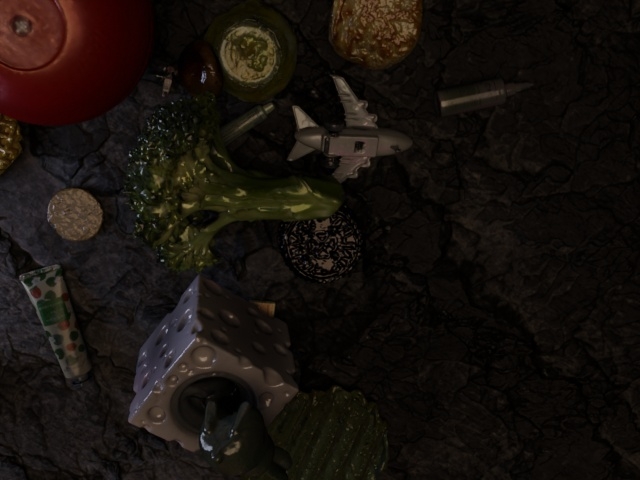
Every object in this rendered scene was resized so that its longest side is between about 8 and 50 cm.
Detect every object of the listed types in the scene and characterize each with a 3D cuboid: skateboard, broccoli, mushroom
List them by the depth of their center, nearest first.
[{"bbox_3d":[-0.177,-0.129,1.303,0.396,0.353,0.275,-9,64,17],"label":"broccoli"},{"bbox_3d":[-0.235,-0.327,1.326,0.052,0.123,0.123,-30,111,-35],"label":"mushroom"},{"bbox_3d":[-0.304,-0.308,1.339,0.032,0.083,0.064,16,106,-8],"label":"skateboard"}]

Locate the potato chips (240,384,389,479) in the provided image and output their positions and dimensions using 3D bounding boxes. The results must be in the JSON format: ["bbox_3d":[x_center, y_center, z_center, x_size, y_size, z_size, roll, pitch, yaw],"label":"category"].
[{"bbox_3d":[-0.025,0.532,1.614,0.358,0.070,0.429,17,105,-10],"label":"potato chips"}]

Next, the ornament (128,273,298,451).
[{"bbox_3d":[-0.219,0.264,1.405,0.239,0.240,0.239,33,109,-23],"label":"ornament"}]

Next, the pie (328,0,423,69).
[{"bbox_3d":[0.108,-0.437,1.322,0.178,0.084,0.205,7,108,-4],"label":"pie"}]

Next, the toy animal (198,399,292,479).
[{"bbox_3d":[-0.138,0.398,1.293,0.127,0.125,0.251,-46,139,-18],"label":"toy animal"}]

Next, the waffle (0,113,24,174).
[{"bbox_3d":[-0.687,-0.194,1.371,0.194,0.051,0.149,-40,104,14],"label":"waffle"}]

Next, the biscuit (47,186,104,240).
[{"bbox_3d":[-0.516,-0.054,1.439,0.120,0.015,0.120,-1,106,-3],"label":"biscuit"}]

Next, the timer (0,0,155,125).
[{"bbox_3d":[-0.485,-0.392,1.206,0.377,0.279,0.378,-1,109,-4],"label":"timer"}]

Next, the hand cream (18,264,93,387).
[{"bbox_3d":[-0.565,0.190,1.492,0.095,0.059,0.276,-17,102,0],"label":"hand cream"}]

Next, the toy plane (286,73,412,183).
[{"bbox_3d":[0.063,-0.201,1.382,0.255,0.101,0.251,5,118,-4],"label":"toy plane"}]

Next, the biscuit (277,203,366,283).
[{"bbox_3d":[0.000,0.000,1.463,0.194,0.053,0.195,-1,107,-2],"label":"biscuit"}]

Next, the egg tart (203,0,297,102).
[{"bbox_3d":[-0.133,-0.366,1.335,0.197,0.078,0.197,-1,109,-4],"label":"egg tart"}]

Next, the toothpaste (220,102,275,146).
[{"bbox_3d":[-0.178,-0.226,1.400,0.197,0.029,0.048,-31,104,10],"label":"toothpaste"}]

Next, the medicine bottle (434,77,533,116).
[{"bbox_3d":[0.335,-0.297,1.390,0.199,0.058,0.058,-11,107,1],"label":"medicine bottle"}]

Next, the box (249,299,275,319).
[{"bbox_3d":[-0.133,0.180,1.530,0.058,0.015,0.093,4,106,-7],"label":"box"}]
